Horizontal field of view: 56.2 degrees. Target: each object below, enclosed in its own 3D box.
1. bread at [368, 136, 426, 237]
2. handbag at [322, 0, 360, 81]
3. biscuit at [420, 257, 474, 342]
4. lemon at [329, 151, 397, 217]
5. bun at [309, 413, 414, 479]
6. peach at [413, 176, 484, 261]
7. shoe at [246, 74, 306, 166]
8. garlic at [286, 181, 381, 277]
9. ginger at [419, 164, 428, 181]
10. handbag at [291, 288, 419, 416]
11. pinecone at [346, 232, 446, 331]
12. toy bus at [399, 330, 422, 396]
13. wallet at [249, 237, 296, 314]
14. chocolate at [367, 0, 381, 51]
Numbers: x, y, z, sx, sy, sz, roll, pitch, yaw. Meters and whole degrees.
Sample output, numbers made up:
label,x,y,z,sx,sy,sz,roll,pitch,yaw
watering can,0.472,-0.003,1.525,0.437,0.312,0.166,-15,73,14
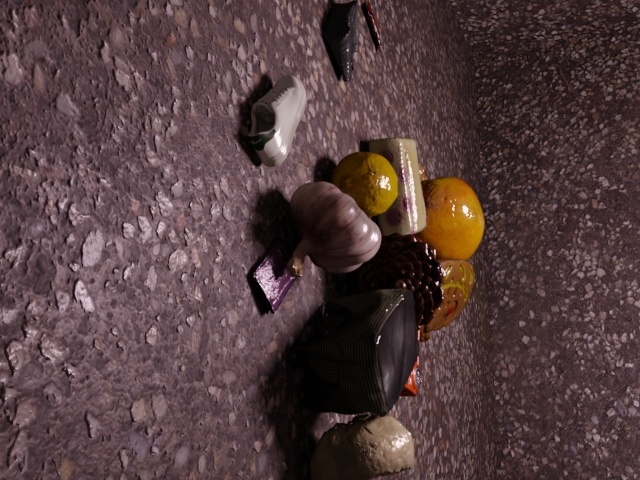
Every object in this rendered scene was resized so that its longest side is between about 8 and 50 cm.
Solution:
label,x,y,z,sx,sy,sz,roll,pitch,yaw
bread,0.259,-0.184,2.052,0.187,0.155,0.339,-13,96,-56
handbag,0.085,-0.651,1.931,0.175,0.088,0.270,66,29,-47
biscuit,0.438,0.227,2.209,0.394,0.070,0.351,-7,119,-45
lemon,0.127,-0.160,1.726,0.231,0.192,0.192,4,79,-61
bun,0.091,0.488,1.401,0.259,0.259,0.152,30,43,-59
peach,0.479,-0.065,2.315,0.372,0.289,0.373,-3,90,-64
shoe,-0.105,-0.306,1.403,0.110,0.095,0.265,46,46,-50
garlic,0.000,0.000,1.416,0.253,0.245,0.245,-48,129,-31
ginger,0.412,-0.236,2.485,0.095,0.068,0.190,-34,115,-38
handbag,0.095,0.270,1.473,0.340,0.240,0.247,-44,125,-58
pinecone,0.214,0.126,1.703,0.242,0.296,0.298,21,92,-21
toy bus,0.227,0.306,1.850,0.153,0.142,0.329,45,45,-50
wallet,-0.101,0.078,1.364,0.111,0.030,0.166,69,28,-24
chocolate,0.203,-0.810,2.273,0.086,0.028,0.182,-81,151,-47
